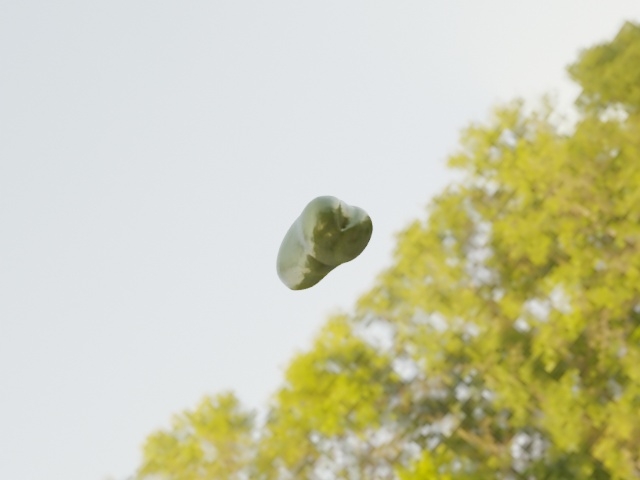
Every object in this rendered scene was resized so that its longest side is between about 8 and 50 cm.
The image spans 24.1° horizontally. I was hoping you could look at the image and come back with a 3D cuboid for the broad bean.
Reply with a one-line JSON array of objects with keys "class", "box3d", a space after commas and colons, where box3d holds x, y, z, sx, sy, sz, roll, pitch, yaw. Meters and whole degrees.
[{"class": "broad bean", "box3d": [0.000, 0.000, 0.956, 0.083, 0.045, 0.063, -38, 29, 56]}]
